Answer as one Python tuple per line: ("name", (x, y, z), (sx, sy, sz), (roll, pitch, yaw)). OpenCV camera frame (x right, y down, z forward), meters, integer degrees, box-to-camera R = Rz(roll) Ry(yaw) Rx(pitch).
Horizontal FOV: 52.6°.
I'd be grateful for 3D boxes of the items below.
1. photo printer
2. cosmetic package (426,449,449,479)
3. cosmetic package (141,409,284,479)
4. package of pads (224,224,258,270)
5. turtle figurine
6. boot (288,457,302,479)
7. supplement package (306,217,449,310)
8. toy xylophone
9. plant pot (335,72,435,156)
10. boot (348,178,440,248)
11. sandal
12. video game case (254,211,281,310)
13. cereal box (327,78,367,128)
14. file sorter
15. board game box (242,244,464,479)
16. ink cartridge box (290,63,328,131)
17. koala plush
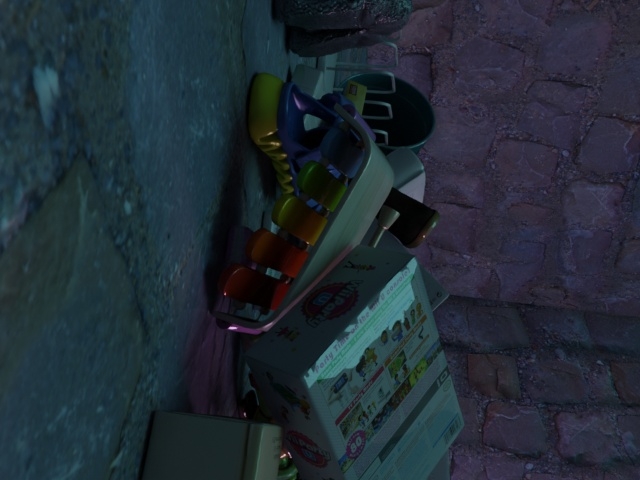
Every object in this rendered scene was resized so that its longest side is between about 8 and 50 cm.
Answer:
("photo printer", (0.112, -0.076, 1.618), (0.107, 0.307, 0.256), (54, -6, 19))
("cosmetic package", (0.085, 0.503, 1.391), (0.284, 0.377, 0.097), (-73, 168, -56))
("cosmetic package", (-0.119, 0.331, 0.634), (0.160, 0.113, 0.310), (73, 23, -74))
("package of pads", (-0.100, 0.012, 0.844), (0.083, 0.032, 0.050), (60, 40, -79))
("turtle figurine", (-0.027, 0.258, 0.936), (0.274, 0.197, 0.266), (-137, -136, -81))
("boot", (0.029, 0.414, 1.228), (0.138, 0.284, 0.377), (89, 10, -47))
("supplement package", (0.095, 0.088, 1.329), (0.199, 0.263, 0.198), (-43, 170, -1))
("toy xylophone", (0.000, 0.000, 0.837), (0.323, 0.081, 0.236), (-56, 156, -8))
("plant pot", (0.139, -0.265, 1.750), (0.255, 0.271, 0.272), (111, -8, -52))
("boot", (0.117, -0.080, 1.284), (0.090, 0.207, 0.248), (-53, -170, -1))
("sandal", (0.002, -0.128, 0.966), (0.317, 0.138, 0.126), (52, 46, -67))
("video game case", (-0.081, 0.034, 1.081), (0.143, 0.019, 0.157), (10, 86, -84))
("cereal box", (0.018, -0.176, 1.287), (0.240, 0.047, 0.173), (120, -13, -48))
("file sorter", (0.085, -0.363, 1.481), (0.193, 0.173, 0.278), (13, 84, -83))
("board game box", (0.059, 0.193, 0.812), (0.224, 0.097, 0.303), (-42, 127, -34))
("ink cartridge box", (-0.043, -0.166, 1.145), (0.181, 0.056, 0.225), (77, 31, -71))
("koala plush", (0.033, -0.426, 1.001), (0.196, 0.203, 0.221), (44, 41, -82))
